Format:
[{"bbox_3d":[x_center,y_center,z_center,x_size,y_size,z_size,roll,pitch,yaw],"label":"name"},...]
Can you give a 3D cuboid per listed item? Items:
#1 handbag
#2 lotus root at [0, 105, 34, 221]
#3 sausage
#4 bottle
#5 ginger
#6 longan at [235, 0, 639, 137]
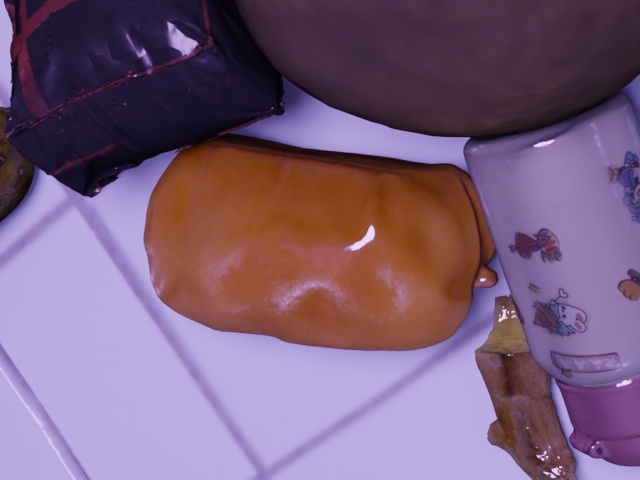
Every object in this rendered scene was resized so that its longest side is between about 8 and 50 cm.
[{"bbox_3d":[-0.125,-0.149,0.899,0.169,0.155,0.215,-26,52,23],"label":"handbag"},{"bbox_3d":[-0.282,-0.037,1.015,0.179,0.089,0.080,-41,42,8],"label":"lotus root"},{"bbox_3d":[0.000,0.000,0.912,0.241,0.120,0.136,5,97,17],"label":"sausage"},{"bbox_3d":[0.176,0.030,0.860,0.110,0.110,0.233,-17,101,19],"label":"bottle"},{"bbox_3d":[0.137,0.106,0.923,0.057,0.044,0.137,-14,94,1],"label":"ginger"},{"bbox_3d":[0.083,-0.193,0.772,0.297,0.297,0.297,2,97,18],"label":"longan"}]
